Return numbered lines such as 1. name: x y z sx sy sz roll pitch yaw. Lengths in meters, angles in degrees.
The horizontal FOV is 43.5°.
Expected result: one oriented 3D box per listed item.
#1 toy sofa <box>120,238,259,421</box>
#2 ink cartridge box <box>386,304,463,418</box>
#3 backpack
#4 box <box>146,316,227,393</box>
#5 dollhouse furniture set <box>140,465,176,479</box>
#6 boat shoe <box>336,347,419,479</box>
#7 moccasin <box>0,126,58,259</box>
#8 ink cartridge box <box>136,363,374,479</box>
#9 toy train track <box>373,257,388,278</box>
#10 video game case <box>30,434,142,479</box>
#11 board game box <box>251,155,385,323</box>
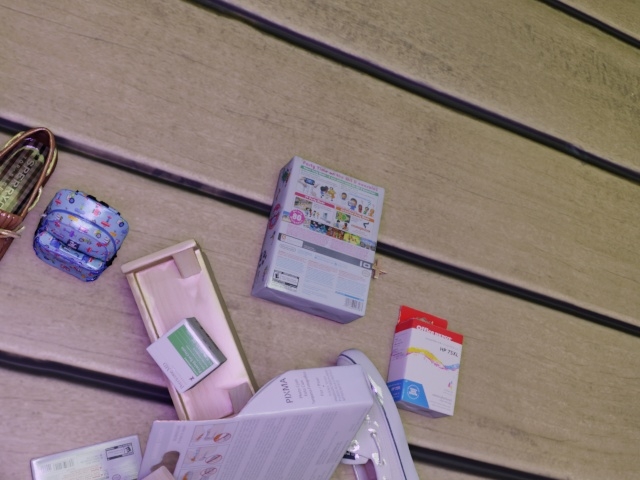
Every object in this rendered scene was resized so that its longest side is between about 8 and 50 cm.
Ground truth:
1. toy sofa: -0.239 0.189 1.526 0.150 0.177 0.362 -22 84 -5
2. ink cartridge box: 0.230 0.258 1.754 0.134 0.078 0.230 20 66 -19
3. backpack: -0.435 -0.014 1.461 0.158 0.173 0.116 31 63 -15
4. box: -0.229 0.197 1.385 0.087 0.102 0.101 -38 86 -1
5. dollhouse furniture set: -0.246 0.509 1.359 0.262 0.259 0.135 -29 55 -31
6. boat shoe: 0.076 0.409 1.612 0.157 0.136 0.366 -20 93 -27
7. moccasin: -0.583 -0.042 1.412 0.139 0.147 0.380 38 62 -11
8. ink cartridge box: -0.131 0.353 1.420 0.385 0.308 0.091 1 46 -23
9. toy train track: 0.111 0.059 1.797 0.083 0.014 0.048 19 67 -12
10. video game case: -0.401 0.451 1.418 0.191 0.022 0.173 -8 77 -29
11. board game box: 0.000 0.000 1.711 0.224 0.097 0.303 19 67 -18
